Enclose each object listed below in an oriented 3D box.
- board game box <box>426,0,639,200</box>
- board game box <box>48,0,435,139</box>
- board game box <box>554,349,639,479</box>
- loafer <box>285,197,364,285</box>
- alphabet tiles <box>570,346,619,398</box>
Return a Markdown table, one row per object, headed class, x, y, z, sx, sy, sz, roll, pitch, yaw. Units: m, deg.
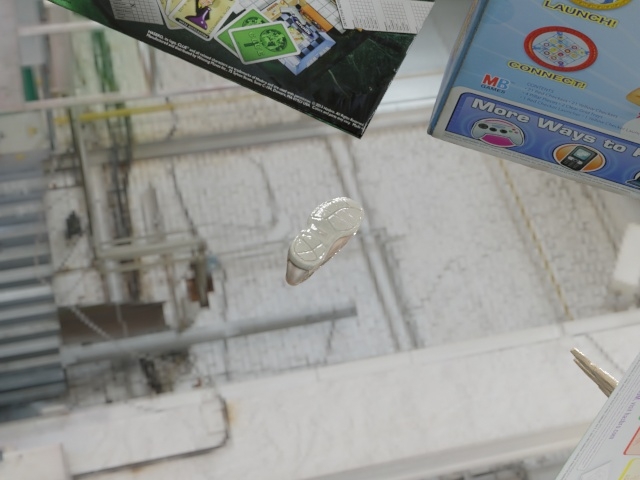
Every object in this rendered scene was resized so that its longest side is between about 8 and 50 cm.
| class | x | y | z | sx | sy | sz | roll | pitch | yaw |
| --- | --- | --- | --- | --- | --- | --- | --- | --- | --- |
| board game box | 0.244 | -0.121 | 0.654 | 0.302 | 0.308 | 0.086 | 107 | 0 | -65 |
| board game box | -0.071 | -0.150 | 0.446 | 0.136 | 0.260 | 0.030 | -60 | -166 | 28 |
| board game box | 0.314 | 0.164 | 0.821 | 0.064 | 0.242 | 0.316 | 51 | -29 | -15 |
| loafer | 0.000 | 0.000 | 1.095 | 0.045 | 0.125 | 0.039 | 34 | -52 | 9 |
| alphabet tiles | 0.443 | 0.246 | 1.496 | 0.278 | 0.021 | 0.284 | 44 | 0 | -30 |
